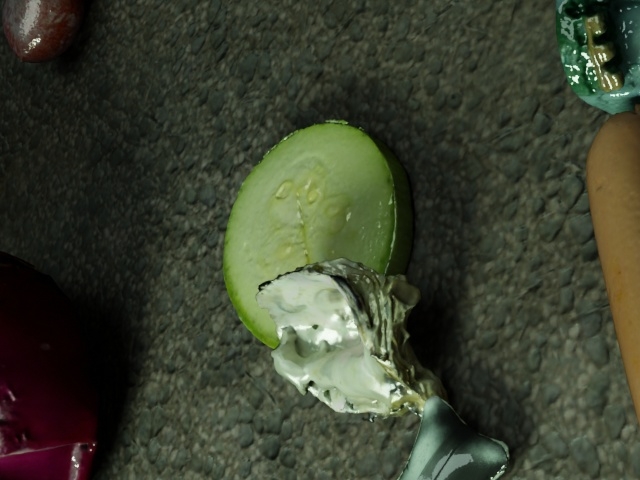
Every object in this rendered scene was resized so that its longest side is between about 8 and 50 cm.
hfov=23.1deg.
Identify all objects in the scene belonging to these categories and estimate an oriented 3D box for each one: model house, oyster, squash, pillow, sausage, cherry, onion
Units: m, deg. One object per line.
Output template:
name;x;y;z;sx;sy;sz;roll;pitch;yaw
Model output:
model house;0.264;-0.177;1.154;0.149;0.119;0.148;-8;71;38
oyster;0.036;0.090;1.321;0.191;0.081;0.163;54;136;17
squash;-0.004;-0.001;1.429;0.219;0.041;0.219;-18;64;43
pillow;0.091;0.201;1.245;0.135;0.055;0.091;-62;24;8
sausage;0.246;0.037;1.110;0.086;0.086;0.289;-30;57;37
cherry;-0.316;-0.308;1.854;0.107;0.090;0.225;-18;54;56
onion;-0.454;0.186;1.573;0.398;0.420;0.398;-8;79;51
